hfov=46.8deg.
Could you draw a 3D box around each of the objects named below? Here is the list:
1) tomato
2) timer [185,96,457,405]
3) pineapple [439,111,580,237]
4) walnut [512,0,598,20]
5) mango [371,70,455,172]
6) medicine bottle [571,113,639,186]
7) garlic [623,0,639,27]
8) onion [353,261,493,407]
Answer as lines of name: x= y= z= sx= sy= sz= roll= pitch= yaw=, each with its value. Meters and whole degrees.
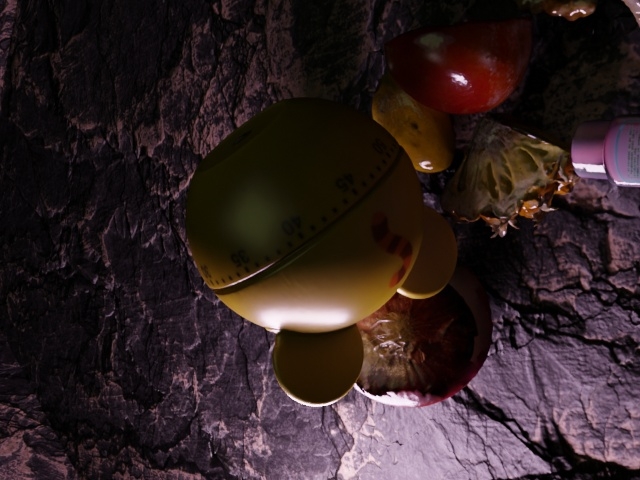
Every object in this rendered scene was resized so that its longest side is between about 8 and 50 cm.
tomato: x=0.214 y=-0.258 z=1.108 sx=0.200 sy=0.233 sz=0.139 roll=1 pitch=108 yaw=43
timer: x=0.000 y=0.000 z=1.072 sx=0.376 sy=0.376 sz=0.387 roll=-21 pitch=113 yaw=46
pineapple: x=0.293 y=-0.108 z=1.137 sx=0.236 sy=0.114 sz=0.186 roll=-28 pitch=74 yaw=35
walnut: x=0.344 y=-0.389 z=1.062 sx=0.170 sy=0.069 sz=0.142 roll=43 pitch=123 yaw=33
mango: x=0.162 y=-0.204 z=1.258 sx=0.137 sy=0.098 sz=0.195 roll=-41 pitch=70 yaw=37
medicine bottle: x=0.432 y=-0.117 z=0.961 sx=0.188 sy=0.119 sz=0.094 roll=9 pitch=105 yaw=45
garlic: x=0.477 y=-0.308 z=0.847 sx=0.292 sy=0.210 sz=0.237 roll=-18 pitch=57 yaw=23
onion: x=0.156 y=0.148 z=1.256 sx=0.272 sy=0.195 sz=0.271 roll=-4 pitch=75 yaw=13
